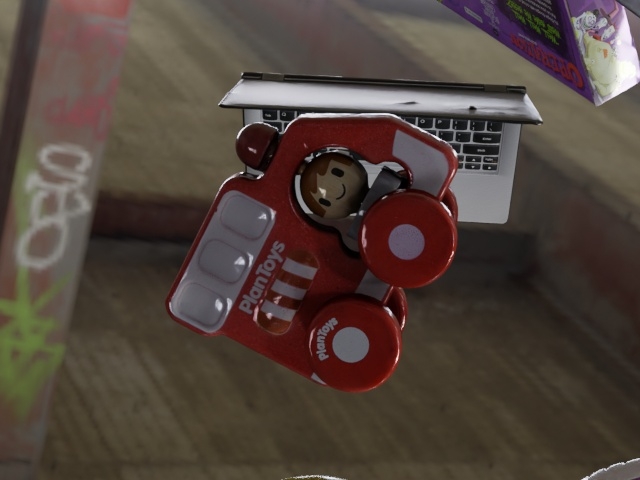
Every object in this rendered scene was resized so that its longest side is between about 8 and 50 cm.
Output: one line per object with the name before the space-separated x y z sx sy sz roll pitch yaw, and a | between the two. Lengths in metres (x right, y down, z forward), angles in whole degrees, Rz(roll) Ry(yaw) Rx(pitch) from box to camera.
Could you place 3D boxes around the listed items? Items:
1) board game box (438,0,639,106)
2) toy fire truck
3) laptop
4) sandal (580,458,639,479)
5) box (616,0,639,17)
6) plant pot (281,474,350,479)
board game box | 0.107 -0.252 1.135 0.056 0.208 0.347 -27 -146 -11
toy fire truck | 0.000 0.000 1.594 0.254 0.302 0.169 26 -166 -1
laptop | 0.076 -0.095 1.979 0.382 0.408 0.236 4 -132 3
sandal | 0.299 0.365 1.683 0.169 0.416 0.102 19 -131 -26
box | -0.045 -0.245 0.461 0.395 0.097 0.318 30 -155 -21
plant pot | -0.009 0.261 1.339 0.134 0.134 0.095 39 176 47
